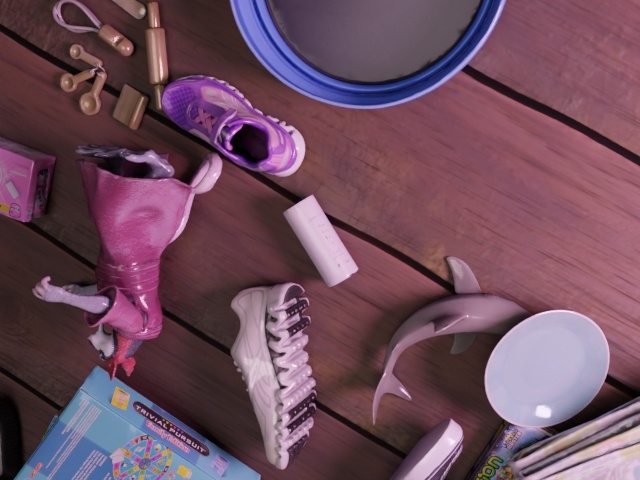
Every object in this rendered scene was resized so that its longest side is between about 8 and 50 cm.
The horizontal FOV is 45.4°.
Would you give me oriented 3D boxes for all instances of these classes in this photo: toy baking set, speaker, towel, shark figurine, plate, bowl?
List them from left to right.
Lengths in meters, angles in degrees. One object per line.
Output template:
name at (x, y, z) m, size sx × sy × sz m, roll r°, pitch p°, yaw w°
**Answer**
toy baking set at (-0.328, -0.302, 1.190) m, size 0.196 × 0.030 × 0.256 m, roll 5°, pitch 104°, yaw 15°
speaker at (0.000, 0.000, 1.152) m, size 0.055 × 0.055 × 0.136 m, roll -31°, pitch 93°, yaw 20°
bowl at (0.063, -0.376, 1.036) m, size 0.391 × 0.077 × 0.391 m, roll 3°, pitch 103°, yaw 15°
shark figurine at (0.162, 0.139, 1.109) m, size 0.278 × 0.116 × 0.166 m, roll -32°, pitch 91°, yaw 18°
plate at (0.319, 0.181, 1.090) m, size 0.188 × 0.024 × 0.188 m, roll -3°, pitch 110°, yaw -9°
towel at (0.488, 0.392, 1.066) m, size 0.320 × 0.090 × 0.374 m, roll -31°, pitch 99°, yaw 20°

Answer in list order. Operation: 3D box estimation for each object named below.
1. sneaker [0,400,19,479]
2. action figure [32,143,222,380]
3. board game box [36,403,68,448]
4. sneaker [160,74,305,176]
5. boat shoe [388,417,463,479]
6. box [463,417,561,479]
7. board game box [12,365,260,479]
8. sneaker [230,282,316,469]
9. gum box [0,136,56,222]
sneaker at (-0.695, 0.499, 1.432) m, size 0.257 × 0.169 × 0.448 m, roll 4°, pitch 96°, yaw 24°
action figure at (-0.294, 0.037, 1.204) m, size 0.275 × 0.248 × 0.370 m, roll -3°, pitch 102°, yaw -11°
board game box at (-0.442, 0.402, 1.375) m, size 0.141 × 0.048 × 0.170 m, roll 34°, pitch 109°, yaw 4°
sneaker at (-0.139, -0.169, 1.128) m, size 0.236 × 0.104 × 0.095 m, roll 29°, pitch 110°, yaw 9°
boat shoe at (0.150, 0.403, 1.174) m, size 0.102 × 0.108 × 0.301 m, roll 34°, pitch 112°, yaw 8°
box at (0.290, 0.364, 1.162) m, size 0.114 × 0.036 × 0.207 m, roll 30°, pitch 109°, yaw 8°
board game box at (-0.311, 0.406, 1.285) m, size 0.336 × 0.079 × 0.254 m, roll 36°, pitch 109°, yaw -8°
sneaker at (-0.077, 0.210, 1.204) m, size 0.118 × 0.110 × 0.292 m, roll -1°, pitch 94°, yaw 24°
gum box at (-0.538, -0.112, 1.276) m, size 0.188 × 0.062 × 0.107 m, roll 20°, pitch 107°, yaw 11°
